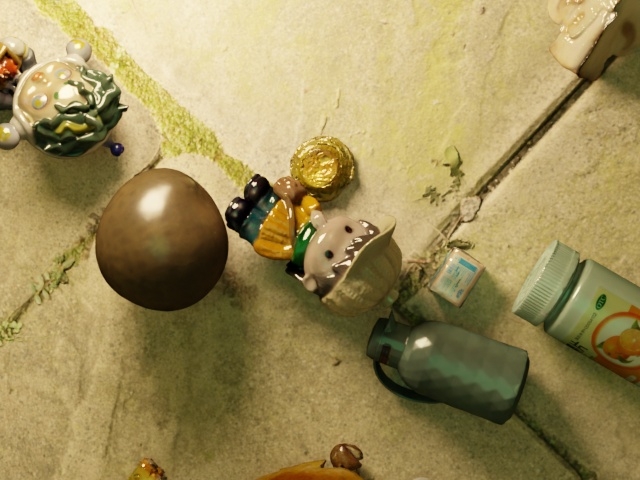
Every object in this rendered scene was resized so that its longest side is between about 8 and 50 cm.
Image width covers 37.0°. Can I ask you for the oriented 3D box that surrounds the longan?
[{"bbox_3d":[-0.285,-0.001,1.738,0.258,0.258,0.258,0,91,6],"label":"longan"}]

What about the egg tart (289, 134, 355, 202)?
[{"bbox_3d":[0.004,-0.136,1.803,0.130,0.052,0.130,0,88,6],"label":"egg tart"}]

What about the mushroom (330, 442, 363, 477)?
[{"bbox_3d":[0.081,0.464,1.810,0.061,0.060,0.187,-32,95,-5],"label":"mushroom"}]

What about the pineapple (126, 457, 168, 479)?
[{"bbox_3d":[-0.352,0.546,1.843,0.135,0.079,0.233,37,95,2],"label":"pineapple"}]

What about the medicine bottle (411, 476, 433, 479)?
[{"bbox_3d":[0.235,0.528,1.786,0.183,0.069,0.119,25,94,6],"label":"medicine bottle"}]

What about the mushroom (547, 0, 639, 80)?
[{"bbox_3d":[0.519,-0.422,1.716,0.162,0.173,0.236,1,136,-29],"label":"mushroom"}]

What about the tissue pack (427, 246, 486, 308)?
[{"bbox_3d":[0.254,0.067,1.777,0.074,0.059,0.094,33,95,2],"label":"tissue pack"}]

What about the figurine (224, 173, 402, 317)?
[{"bbox_3d":[-0.005,0.012,1.759,0.332,0.204,0.185,22,62,24],"label":"figurine"}]

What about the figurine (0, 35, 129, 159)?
[{"bbox_3d":[-0.537,-0.284,1.794,0.382,0.186,0.261,28,83,10],"label":"figurine"}]

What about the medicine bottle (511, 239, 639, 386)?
[{"bbox_3d":[0.517,0.143,1.702,0.318,0.158,0.158,30,94,5],"label":"medicine bottle"}]

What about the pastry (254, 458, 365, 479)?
[{"bbox_3d":[-0.017,0.567,1.754,0.356,0.164,0.356,3,105,12],"label":"pastry"}]

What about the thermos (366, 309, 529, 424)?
[{"bbox_3d":[0.223,0.234,1.753,0.286,0.145,0.182,19,127,7],"label":"thermos"}]
